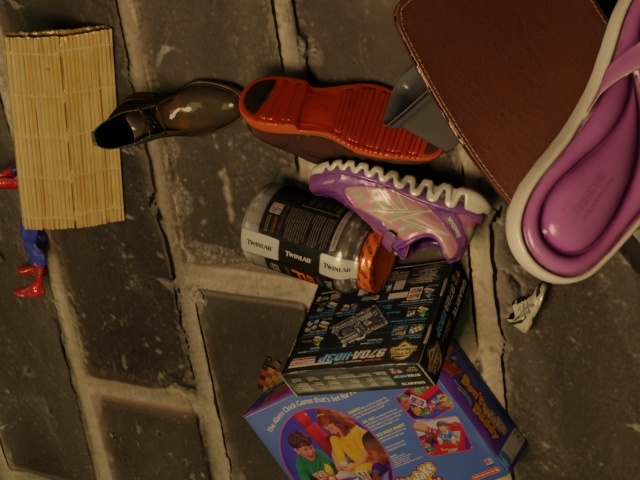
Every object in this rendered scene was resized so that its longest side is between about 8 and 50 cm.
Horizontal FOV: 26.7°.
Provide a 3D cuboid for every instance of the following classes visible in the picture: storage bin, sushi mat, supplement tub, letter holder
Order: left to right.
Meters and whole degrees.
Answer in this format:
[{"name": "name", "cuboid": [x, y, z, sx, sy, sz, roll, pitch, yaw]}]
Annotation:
[{"name": "sushi mat", "cuboid": [-0.366, -0.156, 1.941, 0.151, 0.019, 0.316, -5, 122, -10]}, {"name": "supplement tub", "cuboid": [0.000, 0.000, 1.795, 0.190, 0.117, 0.117, 17, 125, 23]}, {"name": "storage bin", "cuboid": [0.153, -0.174, 1.620, 0.091, 0.098, 0.135, 32, 141, -18]}, {"name": "letter holder", "cuboid": [0.209, -0.165, 1.477, 0.302, 0.214, 0.152, 55, 167, -8]}]

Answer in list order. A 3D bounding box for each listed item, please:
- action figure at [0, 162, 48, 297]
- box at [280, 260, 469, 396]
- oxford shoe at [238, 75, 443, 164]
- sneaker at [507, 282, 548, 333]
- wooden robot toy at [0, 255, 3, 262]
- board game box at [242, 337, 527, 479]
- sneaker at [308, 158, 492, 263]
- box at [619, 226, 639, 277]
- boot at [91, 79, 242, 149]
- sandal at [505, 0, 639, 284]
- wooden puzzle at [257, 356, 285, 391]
[{"name": "action figure", "cuboid": [-0.478, -0.047, 2.055, 0.139, 0.091, 0.280, 4, 125, -12]}, {"name": "box", "cuboid": [0.072, 0.117, 1.780, 0.220, 0.175, 0.051, -9, 132, 34]}, {"name": "oxford shoe", "cuboid": [0.033, -0.141, 1.728, 0.271, 0.097, 0.098, 16, 156, 17]}, {"name": "sneaker", "cuboid": [0.265, 0.083, 1.737, 0.037, 0.032, 0.083, 30, 128, 13]}, {"name": "wooden robot toy", "cuboid": [-0.601, 0.061, 2.226, 0.173, 0.079, 0.076, -7, 113, 35]}, {"name": "board game box", "cuboid": [0.086, 0.269, 1.923, 0.347, 0.078, 0.233, -29, 100, 38]}, {"name": "sneaker", "cuboid": [0.091, -0.033, 1.698, 0.236, 0.095, 0.104, 15, 87, 14]}, {"name": "box", "cuboid": [0.488, -0.031, 1.503, 0.307, 0.076, 0.242, -33, 97, 40]}, {"name": "boot", "cuboid": [-0.207, -0.160, 1.834, 0.219, 0.106, 0.082, -5, 115, 34]}, {"name": "sandal", "cuboid": [0.346, -0.132, 1.373, 0.169, 0.102, 0.416, 30, 88, -12]}, {"name": "wooden puzzle", "cuboid": [-0.069, 0.214, 2.037, 0.049, 0.006, 0.083, 26, 127, 16]}]
